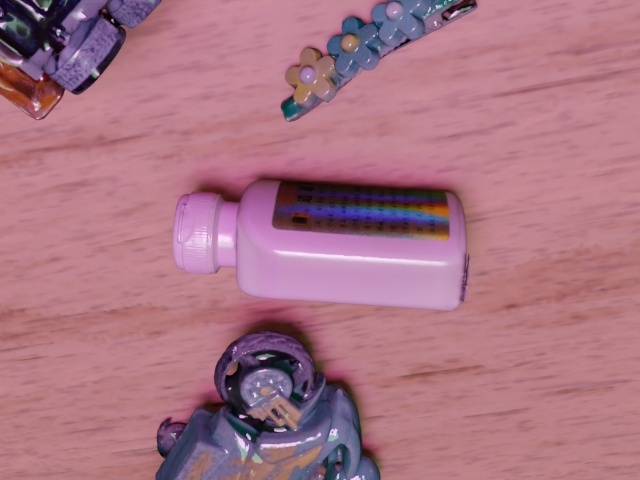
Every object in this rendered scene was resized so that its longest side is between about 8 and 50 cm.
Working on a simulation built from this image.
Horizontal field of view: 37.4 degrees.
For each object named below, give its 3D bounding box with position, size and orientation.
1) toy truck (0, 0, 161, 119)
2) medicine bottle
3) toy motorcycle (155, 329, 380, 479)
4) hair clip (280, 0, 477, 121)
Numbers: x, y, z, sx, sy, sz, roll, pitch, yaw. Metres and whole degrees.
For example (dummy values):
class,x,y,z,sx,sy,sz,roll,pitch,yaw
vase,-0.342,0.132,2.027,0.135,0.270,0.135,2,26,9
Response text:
class,x,y,z,sx,sy,sz,roll,pitch,yaw
toy truck,-0.122,-0.238,0.585,0.305,0.162,0.136,-42,118,17
medicine bottle,0.000,0.000,0.727,0.219,0.115,0.078,4,119,2
toy motorcycle,-0.052,0.212,0.861,0.198,0.109,0.296,24,115,-20
hair clip,0.034,-0.145,0.695,0.173,0.049,0.049,-30,112,19
